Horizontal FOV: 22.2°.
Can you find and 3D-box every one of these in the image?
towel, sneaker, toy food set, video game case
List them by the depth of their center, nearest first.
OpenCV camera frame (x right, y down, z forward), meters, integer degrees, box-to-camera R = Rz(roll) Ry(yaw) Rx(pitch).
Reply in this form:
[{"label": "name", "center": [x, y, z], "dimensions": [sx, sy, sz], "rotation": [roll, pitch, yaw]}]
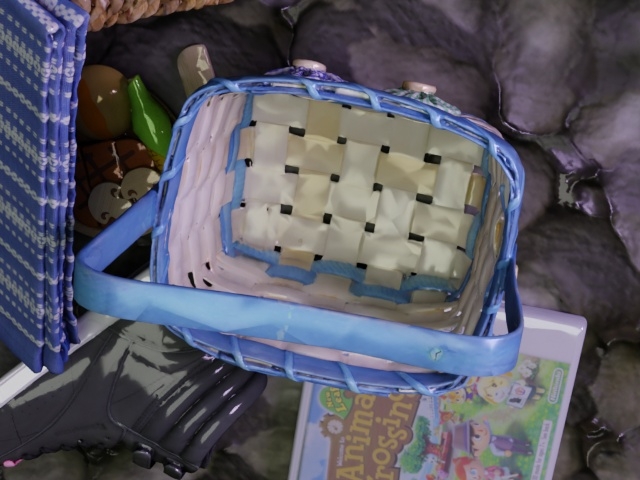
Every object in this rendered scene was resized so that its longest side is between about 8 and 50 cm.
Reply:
[{"label": "towel", "center": [-0.237, -0.082, 1.044], "dimensions": [0.243, 0.040, 0.336], "rotation": [39, 144, 21]}, {"label": "toy food set", "center": [-0.157, -0.059, 1.162], "dimensions": [0.192, 0.038, 0.132], "rotation": [-14, 107, 15]}, {"label": "video game case", "center": [0.080, 0.135, 1.200], "dimensions": [0.193, 0.023, 0.212], "rotation": [12, 112, 6]}, {"label": "sneaker", "center": [-0.167, 0.139, 1.201], "dimensions": [0.296, 0.104, 0.147], "rotation": [-36, 95, 16]}]

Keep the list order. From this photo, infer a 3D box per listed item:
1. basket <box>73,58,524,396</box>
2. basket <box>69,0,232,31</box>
[{"label": "basket", "center": [0.000, 0.000, 1.019], "dimensions": [0.255, 0.289, 0.201], "rotation": [11, 114, 4]}, {"label": "basket", "center": [-0.172, -0.294, 1.049], "dimensions": [0.213, 0.223, 0.299], "rotation": [16, 117, 41]}]
